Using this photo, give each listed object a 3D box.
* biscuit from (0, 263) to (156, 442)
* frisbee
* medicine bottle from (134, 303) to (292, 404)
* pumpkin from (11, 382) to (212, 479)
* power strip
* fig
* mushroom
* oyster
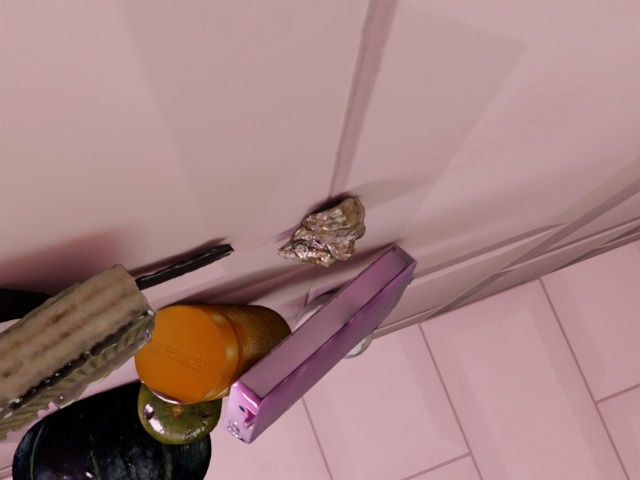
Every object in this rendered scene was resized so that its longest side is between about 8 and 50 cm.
[{"bbox_3d":[-0.216,0.107,0.446,0.252,0.052,0.150,-36,176,-18],"label":"biscuit"},{"bbox_3d":[-0.151,0.037,0.543,0.188,0.012,0.211,-20,169,-9],"label":"frisbee"},{"bbox_3d":[-0.101,0.113,0.773,0.096,0.096,0.192,-24,169,15],"label":"medicine bottle"},{"bbox_3d":[-0.335,0.371,1.217,0.315,0.238,0.315,-16,172,-2],"label":"pumpkin"},{"bbox_3d":[0.004,0.107,0.792,0.279,0.037,0.109,-38,159,-34],"label":"power strip"},{"bbox_3d":[-0.202,0.228,1.094,0.123,0.123,0.156,-20,-179,-3],"label":"fig"},{"bbox_3d":[0.016,0.119,1.061,0.116,0.093,0.225,-6,178,0],"label":"mushroom"},{"bbox_3d":[0.000,0.000,0.570,0.081,0.038,0.083,-20,170,5],"label":"oyster"}]
